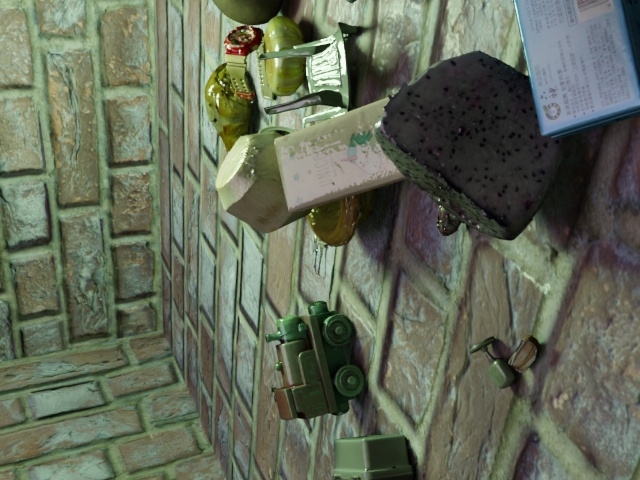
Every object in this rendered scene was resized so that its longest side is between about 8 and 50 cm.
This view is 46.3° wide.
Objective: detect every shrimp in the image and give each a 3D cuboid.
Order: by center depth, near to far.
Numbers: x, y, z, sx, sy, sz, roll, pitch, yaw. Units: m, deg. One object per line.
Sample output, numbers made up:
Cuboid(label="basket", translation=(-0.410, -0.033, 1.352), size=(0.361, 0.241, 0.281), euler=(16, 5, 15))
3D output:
Cuboid(label="shrimp", translation=(0.260, -0.082, 1.361), size=(0.073, 0.075, 0.190), euler=(-77, 13, -47))

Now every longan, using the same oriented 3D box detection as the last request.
Cuboid(label="longan", translation=(-0.199, -0.693, 1.995), size=(0.248, 0.248, 0.248), euler=(171, 90, -67))

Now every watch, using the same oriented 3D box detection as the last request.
Cuboid(label="watch", translation=(-0.190, -0.466, 2.084), size=(0.102, 0.164, 0.268), euler=(12, 138, 19))

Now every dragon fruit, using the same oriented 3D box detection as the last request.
Cuboid(label="dragon fruit", translation=(0.250, -0.157, 1.191), size=(0.283, 0.221, 0.204), euler=(37, -176, 10))

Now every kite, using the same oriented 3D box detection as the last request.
Cuboid(label="kite", translation=(-0.003, 0.000, 2.057), size=(0.127, 0.016, 0.229), euler=(-131, 39, -56))

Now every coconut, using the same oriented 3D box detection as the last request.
Cuboid(label="coconut", translation=(-0.112, -0.133, 1.735), size=(0.241, 0.241, 0.241), euler=(171, 90, -67))

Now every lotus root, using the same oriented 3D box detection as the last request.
Cuboid(label="lotus root", translation=(0.356, 0.192, 1.288), size=(0.037, 0.030, 0.083), euler=(34, 141, 18))

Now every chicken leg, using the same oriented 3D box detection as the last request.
Cuboid(label="chicken leg", translation=(-0.278, -0.355, 2.423), size=(0.201, 0.153, 0.428), euler=(-125, 24, -67))

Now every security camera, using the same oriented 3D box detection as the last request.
Cuboid(label="security camera", translation=(0.320, 0.226, 1.372), size=(0.092, 0.058, 0.058), euler=(58, 150, 18))

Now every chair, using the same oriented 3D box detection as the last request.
Cuboid(label="chair", translation=(0.003, -0.373, 1.703), size=(0.275, 0.191, 0.203), euler=(-4, 96, 38))

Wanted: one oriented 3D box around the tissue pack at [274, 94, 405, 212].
Cuboid(label="tissue pack", translation=(0.065, -0.178, 1.546), size=(0.326, 0.071, 0.170), euler=(-16, 86, 30))

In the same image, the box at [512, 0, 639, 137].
Cuboid(label="box", translation=(0.353, -0.267, 1.001), size=(0.143, 0.083, 0.232), euler=(-14, 87, 43))

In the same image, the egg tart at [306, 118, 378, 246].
Cuboid(label="egg tart", translation=(0.048, -0.135, 1.760), size=(0.315, 0.120, 0.314), euler=(172, 90, -68))

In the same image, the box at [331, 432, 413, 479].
Cuboid(label="box", translation=(0.121, 0.539, 1.817), size=(0.210, 0.148, 0.129), euler=(148, 118, -63))

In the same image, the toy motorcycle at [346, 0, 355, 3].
Cuboid(label="toy motorcycle", translation=(0.078, -0.618, 1.567), size=(0.151, 0.074, 0.228), euler=(-167, 79, -71))

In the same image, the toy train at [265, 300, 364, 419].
Cuboid(label="toy train", translation=(-0.022, 0.317, 1.957), size=(0.150, 0.222, 0.304), euler=(153, 105, -66))

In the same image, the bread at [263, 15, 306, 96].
Cuboid(label="bread", translation=(-0.089, -0.476, 1.948), size=(0.213, 0.105, 0.213), euler=(176, 90, -74))

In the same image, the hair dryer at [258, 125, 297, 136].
Cuboid(label="hair dryer", translation=(-0.063, -0.143, 2.022), size=(0.362, 0.128, 0.203), euler=(48, 139, 43))
